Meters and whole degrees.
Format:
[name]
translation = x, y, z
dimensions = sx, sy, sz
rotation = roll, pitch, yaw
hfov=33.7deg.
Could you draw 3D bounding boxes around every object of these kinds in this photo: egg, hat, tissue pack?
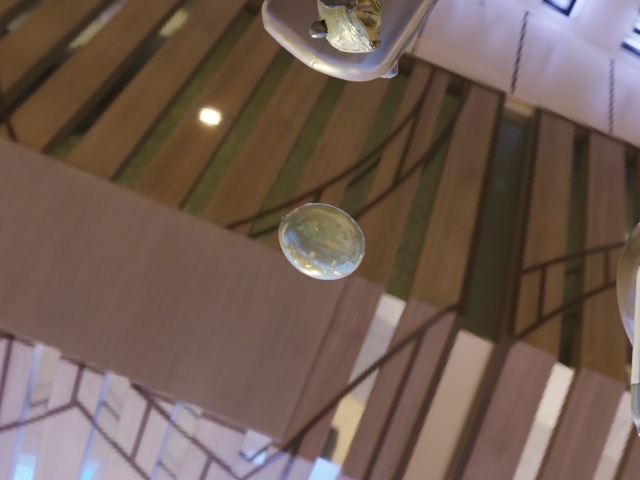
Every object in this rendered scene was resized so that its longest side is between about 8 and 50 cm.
[egg]
translation = 0.000, 0.000, 1.626
dimensions = 0.152, 0.114, 0.114
rotation = 28, -146, 34
[hat]
translation = 0.022, -0.216, 0.998
dimensions = 0.076, 0.059, 0.077
rotation = 43, -140, -51
[tissue pack]
translation = 0.090, -0.483, 1.950
dimensions = 0.277, 0.387, 0.267
rotation = 33, -170, 2

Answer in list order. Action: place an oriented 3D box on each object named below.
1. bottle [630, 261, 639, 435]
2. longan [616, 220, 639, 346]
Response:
[bottle]
translation = 0.484, 0.151, 1.483
dimensions = 0.096, 0.079, 0.253
rotation = 20, -111, -36
[longan]
translation = 0.720, 0.076, 1.939
dimensions = 0.336, 0.404, 0.404
rotation = 24, -145, 23
